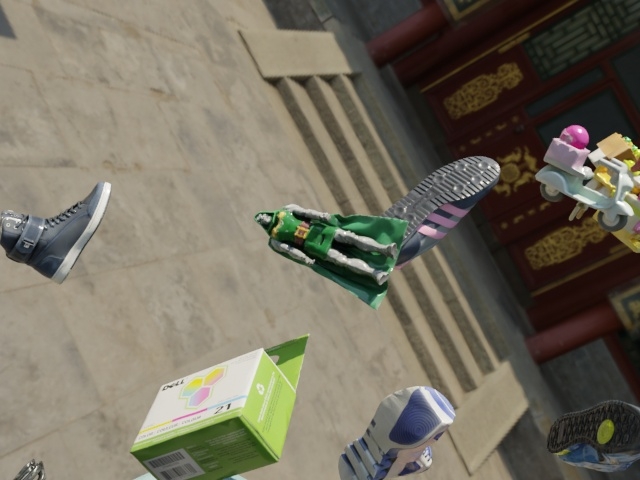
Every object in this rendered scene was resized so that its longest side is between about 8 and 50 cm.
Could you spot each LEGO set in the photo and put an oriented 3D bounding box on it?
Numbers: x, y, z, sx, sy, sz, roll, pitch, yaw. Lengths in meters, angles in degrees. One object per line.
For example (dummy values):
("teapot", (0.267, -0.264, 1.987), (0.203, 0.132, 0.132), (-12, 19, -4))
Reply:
("LEGO set", (0.299, -0.070, 0.593), (0.132, 0.107, 0.287), (39, 29, 20))

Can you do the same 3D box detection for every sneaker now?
("sneaker", (0.191, 0.434, 1.485), (0.182, 0.315, 0.127), (7, 42, -43))
("sneaker", (0.371, 0.253, 0.844), (0.082, 0.069, 0.209), (26, -23, -1))
("sneaker", (-0.524, -0.045, 1.309), (0.163, 0.226, 0.086), (32, -1, -23))
("sneaker", (0.250, -0.057, 1.442), (0.112, 0.319, 0.131), (54, -5, 39))

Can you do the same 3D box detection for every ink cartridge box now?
("ink cartridge box", (-0.135, 0.215, 0.972), (0.097, 0.189, 0.255), (56, 24, -23))

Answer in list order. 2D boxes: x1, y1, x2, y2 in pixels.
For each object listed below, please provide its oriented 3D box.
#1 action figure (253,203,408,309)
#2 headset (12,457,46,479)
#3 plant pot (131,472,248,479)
("action figure", (0.000, 0.000, 1.007), (0.137, 0.232, 0.063), (-69, 157, -5))
("headset", (-0.550, 0.222, 0.872), (0.394, 0.185, 0.243), (51, -18, -2))
("plant pot", (-0.195, 0.507, 1.082), (0.252, 0.248, 0.247), (-20, 123, -56))
